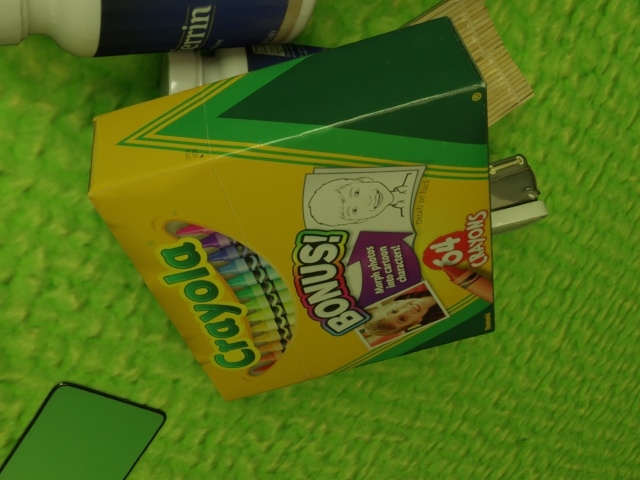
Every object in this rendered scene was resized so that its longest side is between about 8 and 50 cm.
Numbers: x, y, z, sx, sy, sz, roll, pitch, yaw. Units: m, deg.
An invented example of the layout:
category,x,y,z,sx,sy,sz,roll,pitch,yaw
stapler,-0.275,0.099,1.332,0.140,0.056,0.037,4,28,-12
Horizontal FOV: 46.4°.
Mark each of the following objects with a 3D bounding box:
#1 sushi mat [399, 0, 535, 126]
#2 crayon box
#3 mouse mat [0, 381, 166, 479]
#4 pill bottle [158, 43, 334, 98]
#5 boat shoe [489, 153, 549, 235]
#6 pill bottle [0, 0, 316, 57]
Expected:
category,x,y,z,sx,sy,sz,roll,pitch,yaw
sushi mat,0.085,-0.144,0.833,0.316,0.019,0.151,-35,106,-10
crayon box,0.000,0.000,0.722,0.313,0.106,0.363,-16,140,2
mouse mat,-0.287,0.257,0.872,0.152,0.007,0.190,30,99,-38
pill bottle,-0.057,-0.135,0.719,0.186,0.112,0.112,0,116,-19
boat shoe,0.122,-0.039,0.898,0.305,0.109,0.091,-10,80,-12
pill bottle,-0.145,-0.227,0.597,0.264,0.153,0.153,-11,120,-25
